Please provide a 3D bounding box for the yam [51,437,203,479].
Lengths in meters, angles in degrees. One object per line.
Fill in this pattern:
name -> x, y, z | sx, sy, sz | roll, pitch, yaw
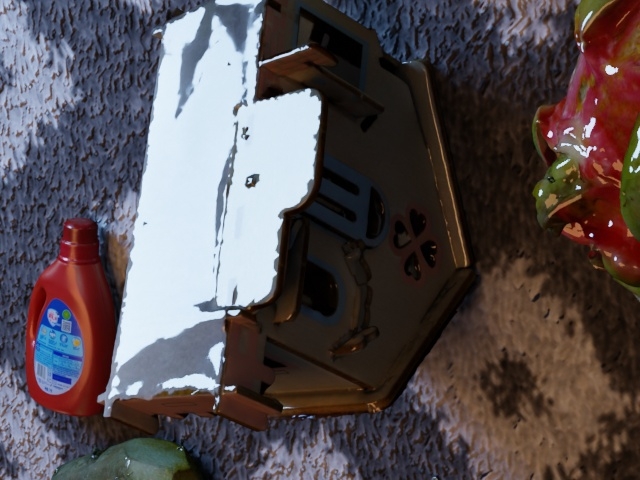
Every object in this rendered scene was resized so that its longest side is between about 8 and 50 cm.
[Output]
yam -> -0.162, 0.199, 1.629 | 0.146, 0.070, 0.069 | -22, 88, 40

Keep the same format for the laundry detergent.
laundry detergent -> -0.210, 0.060, 1.643 | 0.097, 0.049, 0.165 | 17, 109, 36

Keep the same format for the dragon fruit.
dragon fruit -> 0.268, -0.076, 1.141 | 0.303, 0.231, 0.237 | -27, 74, 28

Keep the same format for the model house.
model house -> 0.000, 0.000, 1.358 | 0.169, 0.244, 0.326 | -10, 62, 35

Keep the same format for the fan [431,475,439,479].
fan -> 0.112, 0.209, 1.468 | 0.083, 0.004, 0.056 | 50, 125, 17
